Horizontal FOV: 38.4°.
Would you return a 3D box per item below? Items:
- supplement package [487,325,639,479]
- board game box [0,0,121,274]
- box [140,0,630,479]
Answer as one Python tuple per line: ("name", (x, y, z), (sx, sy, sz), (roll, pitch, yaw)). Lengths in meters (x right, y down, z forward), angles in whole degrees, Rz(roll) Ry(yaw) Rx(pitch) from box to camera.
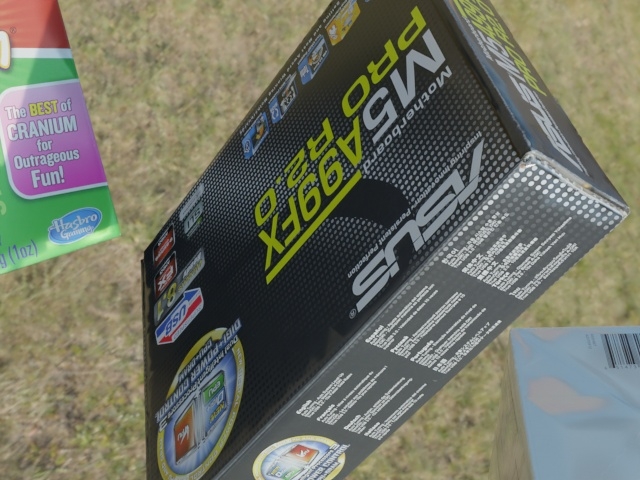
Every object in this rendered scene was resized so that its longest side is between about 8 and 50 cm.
("supplement package", (0.258, 0.231, 0.788), (0.198, 0.199, 0.263), (-88, 176, -46))
("board game box", (-0.291, -0.118, 0.609), (0.242, 0.064, 0.317), (-20, 112, -23))
("box", (0.000, 0.000, 0.469), (0.060, 0.270, 0.216), (25, 32, -29))
